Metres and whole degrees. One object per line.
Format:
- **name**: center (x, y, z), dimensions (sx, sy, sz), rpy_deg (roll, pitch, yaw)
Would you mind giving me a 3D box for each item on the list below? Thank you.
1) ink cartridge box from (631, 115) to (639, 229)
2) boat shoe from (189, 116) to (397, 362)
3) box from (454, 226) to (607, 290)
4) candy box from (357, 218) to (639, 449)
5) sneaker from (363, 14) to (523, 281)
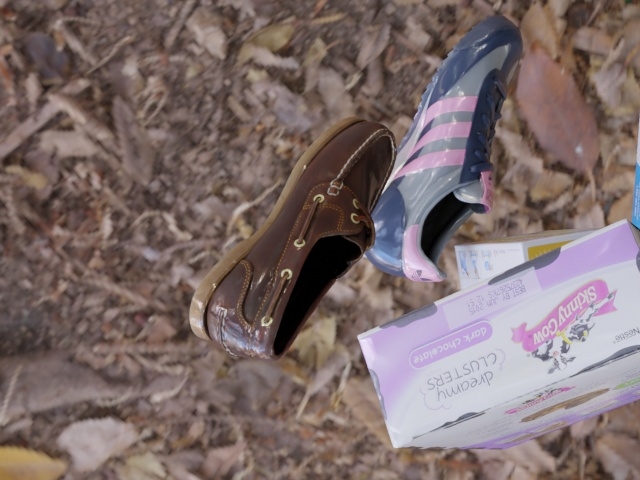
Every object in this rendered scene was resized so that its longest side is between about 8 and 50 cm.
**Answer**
- **ink cartridge box**: center (0.377, -0.062, 1.248), dimensions (0.082, 0.191, 0.139), rpy_deg (0, 98, -20)
- **boat shoe**: center (0.000, 0.000, 0.904), dimensions (0.073, 0.207, 0.073), rpy_deg (16, 149, 36)
- **box**: center (0.235, 0.045, 1.438), dimensions (0.114, 0.203, 0.103), rpy_deg (-9, 91, -15)
- **candy box**: center (0.138, 0.064, 0.783), dimensions (0.165, 0.196, 0.070), rpy_deg (-24, 72, 19)
- **sneaker**: center (0.162, -0.096, 1.490), dimensions (0.131, 0.112, 0.319), rpy_deg (30, 90, 34)
